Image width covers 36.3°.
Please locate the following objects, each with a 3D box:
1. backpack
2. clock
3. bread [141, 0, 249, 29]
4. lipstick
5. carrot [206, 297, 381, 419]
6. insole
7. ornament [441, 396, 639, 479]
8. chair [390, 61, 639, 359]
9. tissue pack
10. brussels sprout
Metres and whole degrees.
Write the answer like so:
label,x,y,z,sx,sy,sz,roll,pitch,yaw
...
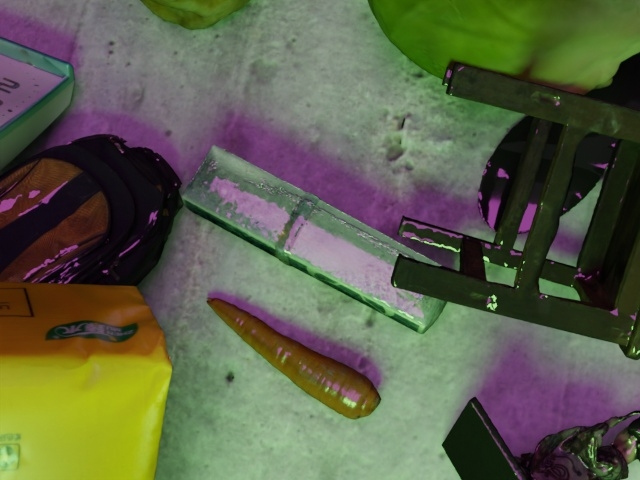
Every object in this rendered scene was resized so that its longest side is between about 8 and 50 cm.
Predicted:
label,x,y,z,sx,sy,sz,roll,pitch,yaw
backpack,-0.261,-0.007,1.012,0.258,0.133,0.206,-41,69,-12
clock,-0.433,-0.142,1.033,0.262,0.116,0.231,21,38,7
bread,-0.137,-0.362,1.020,0.238,0.252,0.196,-42,79,-9
lipstick,0.000,0.000,1.011,0.289,0.077,0.076,27,79,9
carrot,-0.034,0.117,1.006,0.216,0.048,0.048,31,80,15
insole,0.286,-0.133,1.060,0.109,0.007,0.322,38,81,10
ornament,0.244,0.201,0.924,0.196,0.166,0.153,-23,68,-15
chair,0.290,-0.013,0.871,0.416,0.240,0.203,16,99,3
tissue pack,-0.335,0.188,0.808,0.381,0.228,0.293,3,104,-24
brussels sprout,0.203,-0.304,0.981,0.344,0.344,0.268,8,50,6
